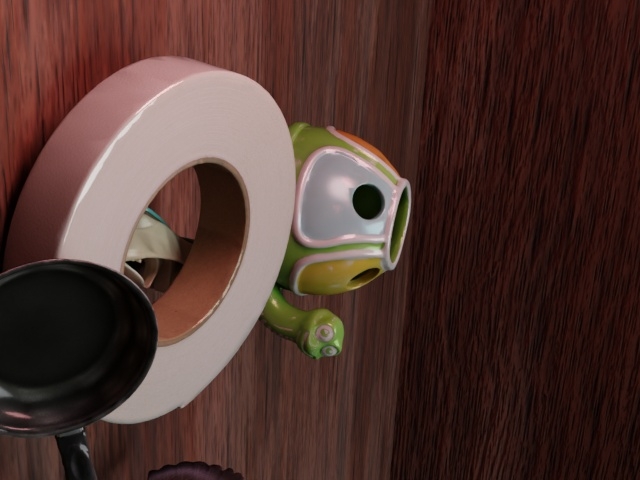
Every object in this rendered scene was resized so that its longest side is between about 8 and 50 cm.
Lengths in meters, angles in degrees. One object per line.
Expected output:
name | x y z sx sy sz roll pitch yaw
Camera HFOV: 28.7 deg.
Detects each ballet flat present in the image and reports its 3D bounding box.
ballet flat | -0.188 0.020 1.442 0.248 0.086 0.086 34 67 -65

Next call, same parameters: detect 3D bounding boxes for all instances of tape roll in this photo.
tape roll | -0.165 0.004 1.309 0.392 0.072 0.392 -37 137 -44

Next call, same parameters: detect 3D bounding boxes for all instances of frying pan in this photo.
frying pan | -0.219 0.136 1.168 0.326 0.197 0.053 58 -1 -40

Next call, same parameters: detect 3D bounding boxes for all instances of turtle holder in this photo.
turtle holder | 0.001 -0.017 1.847 0.243 0.228 0.320 85 21 -49

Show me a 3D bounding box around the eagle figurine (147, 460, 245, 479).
eagle figurine | -0.204 0.353 1.414 0.298 0.226 0.225 40 41 -68
